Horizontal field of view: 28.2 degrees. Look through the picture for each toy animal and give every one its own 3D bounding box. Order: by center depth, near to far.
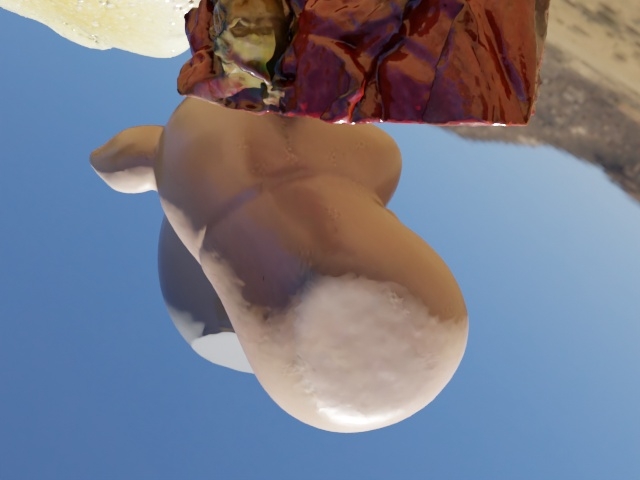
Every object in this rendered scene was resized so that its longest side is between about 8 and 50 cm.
[{"bbox_3d":[-0.009,0.006,0.796,0.250,0.166,0.154,56,-169,-10],"label":"toy animal"}]

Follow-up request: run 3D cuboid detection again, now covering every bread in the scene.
[{"bbox_3d":[-0.246,-0.263,1.247,0.316,0.054,0.316,19,165,5],"label":"bread"}]

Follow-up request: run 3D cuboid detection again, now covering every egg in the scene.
[{"bbox_3d":[-0.048,-0.006,1.100,0.176,0.232,0.176,14,159,5],"label":"egg"}]

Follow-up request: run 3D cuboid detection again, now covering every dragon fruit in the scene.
[{"bbox_3d":[0.020,-0.111,0.624,0.192,0.092,0.122,3,-164,23],"label":"dragon fruit"}]
